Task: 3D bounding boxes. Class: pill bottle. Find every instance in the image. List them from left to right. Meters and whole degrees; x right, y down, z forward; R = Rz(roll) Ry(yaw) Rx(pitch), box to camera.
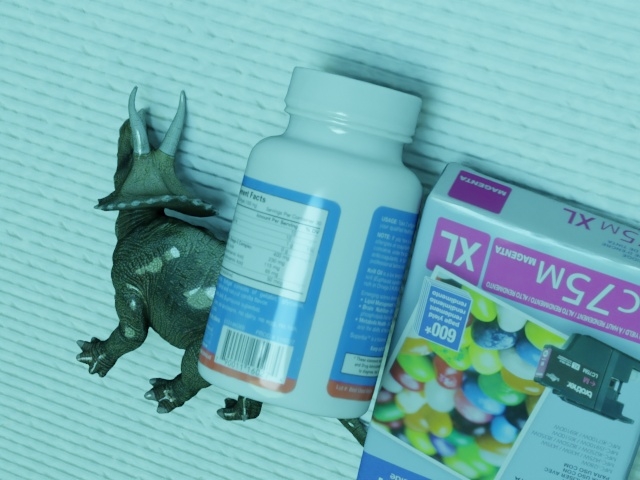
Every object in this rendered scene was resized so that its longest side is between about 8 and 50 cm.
[{"bbox_3d":[0.000,0.000,1.353,0.124,0.124,0.221,16,93,21],"label":"pill bottle"}]

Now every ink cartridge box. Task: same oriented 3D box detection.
[{"bbox_3d":[0.135,0.115,1.400,0.185,0.065,0.311,20,124,11],"label":"ink cartridge box"}]

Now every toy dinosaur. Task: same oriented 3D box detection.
[{"bbox_3d":[-0.078,0.055,1.461,0.313,0.121,0.160,46,133,5],"label":"toy dinosaur"}]
